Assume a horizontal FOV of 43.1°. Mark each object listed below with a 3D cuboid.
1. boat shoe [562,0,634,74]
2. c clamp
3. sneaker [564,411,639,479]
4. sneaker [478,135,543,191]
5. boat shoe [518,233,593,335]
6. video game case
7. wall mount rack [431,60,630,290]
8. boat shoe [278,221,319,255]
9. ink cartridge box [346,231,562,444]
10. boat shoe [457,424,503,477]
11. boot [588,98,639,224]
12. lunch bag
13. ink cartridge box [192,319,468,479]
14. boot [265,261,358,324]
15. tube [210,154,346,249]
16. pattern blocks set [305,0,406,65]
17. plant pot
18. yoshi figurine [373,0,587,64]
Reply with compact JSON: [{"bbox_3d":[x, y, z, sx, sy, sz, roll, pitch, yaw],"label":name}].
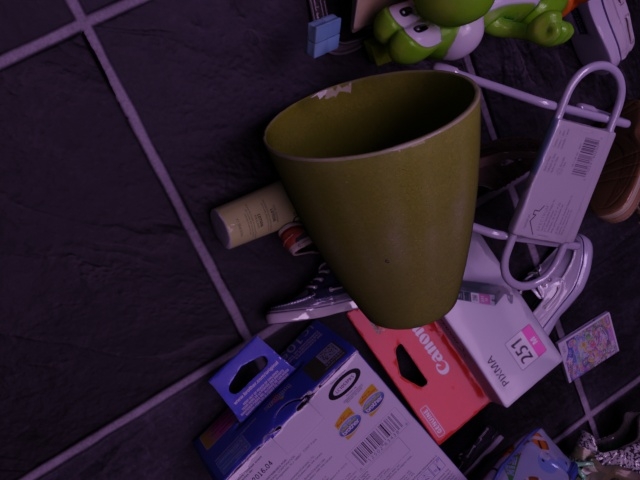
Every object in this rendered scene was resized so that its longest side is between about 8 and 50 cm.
[{"bbox_3d":[0.427,-0.391,1.262,0.088,0.096,0.267,-40,116,-16],"label":"boat shoe"},{"bbox_3d":[0.045,-0.345,1.138,0.137,0.022,0.160,-12,106,-22],"label":"c clamp"},{"bbox_3d":[0.462,0.434,1.459,0.410,0.158,0.182,-22,99,-25],"label":"sneaker"},{"bbox_3d":[0.284,-0.117,1.287,0.188,0.066,0.071,-10,123,-17],"label":"sneaker"},{"bbox_3d":[0.375,0.085,1.353,0.076,0.083,0.226,24,92,-28],"label":"boat shoe"},{"bbox_3d":[0.485,0.193,1.470,0.122,0.011,0.087,-28,112,-16],"label":"video game case"},{"bbox_3d":[0.283,-0.111,1.182,0.304,0.130,0.350,8,109,-27],"label":"wall mount rack"},{"bbox_3d":[0.000,0.000,1.165,0.137,0.043,0.049,0,137,-45],"label":"boat shoe"},{"bbox_3d":[0.213,0.150,1.273,0.239,0.060,0.275,-37,99,-13],"label":"ink cartridge box"},{"bbox_3d":[0.261,0.372,1.395,0.125,0.038,0.046,-45,158,-3],"label":"boat shoe"},{"bbox_3d":[0.524,-0.080,1.333,0.203,0.095,0.262,50,43,-28],"label":"boot"},{"bbox_3d":[0.268,0.439,1.282,0.115,0.243,0.303,46,49,14],"label":"lunch bag"},{"bbox_3d":[0.005,0.312,1.201,0.270,0.151,0.395,-44,117,-9],"label":"ink cartridge box"},{"bbox_3d":[0.004,0.069,1.202,0.190,0.069,0.086,-10,85,-19],"label":"boot"},{"bbox_3d":[-0.038,-0.059,1.150,0.240,0.062,0.070,-23,154,-24],"label":"tube"},{"bbox_3d":[0.108,-0.369,1.084,0.325,0.026,0.285,-24,141,-40],"label":"pattern blocks set"},{"bbox_3d":[0.095,-0.038,1.074,0.275,0.275,0.293,-25,119,-17],"label":"plant pot"},{"bbox_3d":[0.236,-0.349,1.087,0.362,0.203,0.203,-31,130,-28],"label":"yoshi figurine"}]
